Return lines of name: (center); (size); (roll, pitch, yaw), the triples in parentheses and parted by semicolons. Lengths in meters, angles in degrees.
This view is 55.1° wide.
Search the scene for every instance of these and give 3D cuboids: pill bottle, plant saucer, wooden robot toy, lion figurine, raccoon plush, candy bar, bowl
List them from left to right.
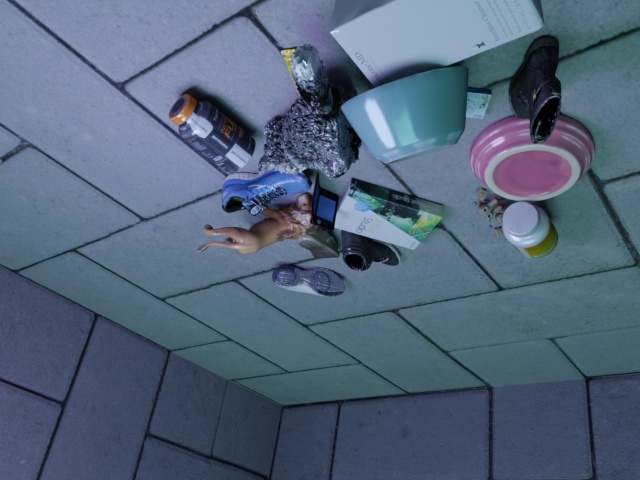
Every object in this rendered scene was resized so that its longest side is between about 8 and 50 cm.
pill bottle: (-0.312, -0.308, 1.745); (0.130, 0.130, 0.246); (-17, 140, 37)
lion figurine: (-0.191, -0.028, 2.016); (0.240, 0.392, 0.142); (22, 136, 43)
raccoon plush: (-0.076, -0.338, 1.598); (0.299, 0.216, 0.446); (3, 142, 23)
candy bar: (-0.061, -0.430, 1.588); (0.040, 0.018, 0.161); (1, 149, 18)
bowl: (0.219, -0.284, 1.460); (0.312, 0.163, 0.311); (-16, -177, 1)
wooden robot toy: (0.532, -0.095, 1.934); (0.076, 0.079, 0.173); (-36, 102, 3)
pill bottle: (0.636, -0.034, 1.870); (0.136, 0.136, 0.246); (-9, 161, 28)
plant saucer: (0.585, -0.213, 1.705); (0.332, 0.084, 0.332); (7, 148, 5)

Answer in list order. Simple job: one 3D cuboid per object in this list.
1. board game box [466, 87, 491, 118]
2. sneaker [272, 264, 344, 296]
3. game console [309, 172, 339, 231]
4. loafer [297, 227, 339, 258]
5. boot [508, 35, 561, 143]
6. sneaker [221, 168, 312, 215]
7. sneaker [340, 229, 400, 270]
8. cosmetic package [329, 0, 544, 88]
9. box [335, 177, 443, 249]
board game box: (0.387, -0.356, 1.586); (0.090, 0.020, 0.090); (8, 148, 3)
sneaker: (-0.047, 0.168, 2.498); (0.297, 0.111, 0.129); (13, 164, 2)
game console: (0.015, -0.121, 1.946); (0.124, 0.144, 0.085); (23, 147, -20)
loafer: (0.000, 0.000, 2.206); (0.102, 0.092, 0.268); (-4, 162, 20)
boot: (0.497, -0.314, 1.422); (0.091, 0.229, 0.263); (5, 148, 7)
sneaker: (-0.175, -0.145, 1.958); (0.330, 0.147, 0.130); (-10, 144, 27)
sneaker: (0.176, 0.062, 2.200); (0.296, 0.147, 0.104); (32, 141, -34)
cosmetic package: (0.236, -0.488, 1.283); (0.385, 0.156, 0.217); (-17, 142, 35)
box: (0.214, -0.081, 2.042); (0.322, 0.058, 0.232); (14, 149, -9)
